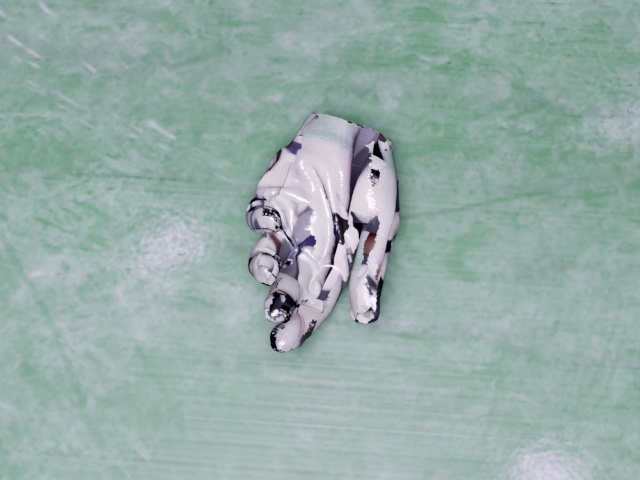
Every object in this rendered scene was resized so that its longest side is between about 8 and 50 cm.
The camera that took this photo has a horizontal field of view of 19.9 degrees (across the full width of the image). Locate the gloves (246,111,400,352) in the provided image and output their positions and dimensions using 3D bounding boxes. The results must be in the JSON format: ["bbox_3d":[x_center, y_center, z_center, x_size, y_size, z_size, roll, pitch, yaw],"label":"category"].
[{"bbox_3d":[-0.005,0.000,1.554,0.127,0.111,0.212,27,74,-17],"label":"gloves"}]
